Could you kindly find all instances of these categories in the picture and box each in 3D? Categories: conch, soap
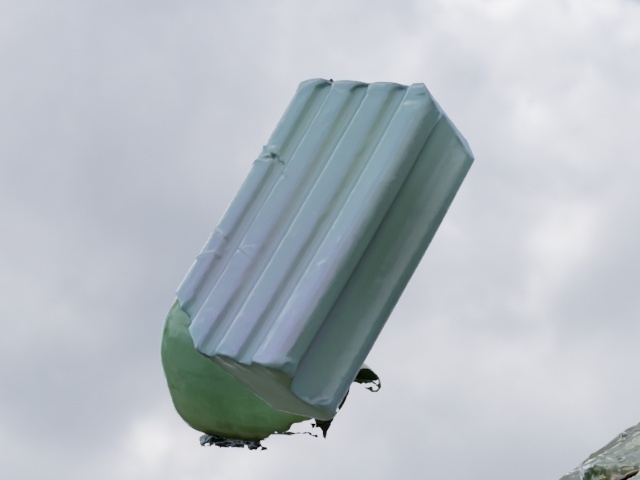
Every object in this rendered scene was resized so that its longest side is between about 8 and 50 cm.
[{"bbox_3d":[-0.066,0.128,1.787,0.143,0.250,0.137,-29,-40,-23],"label":"conch"},{"bbox_3d":[0.000,0.000,1.579,0.173,0.289,0.095,7,-30,46],"label":"soap"}]

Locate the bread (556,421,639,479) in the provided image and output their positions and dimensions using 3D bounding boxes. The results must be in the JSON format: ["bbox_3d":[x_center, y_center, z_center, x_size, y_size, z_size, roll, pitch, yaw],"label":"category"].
[{"bbox_3d":[0.294,0.260,1.471,0.264,0.239,0.395,-27,2,-2],"label":"bread"}]
